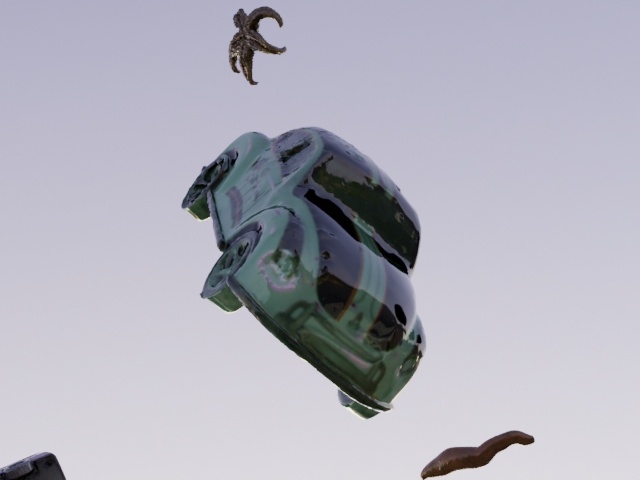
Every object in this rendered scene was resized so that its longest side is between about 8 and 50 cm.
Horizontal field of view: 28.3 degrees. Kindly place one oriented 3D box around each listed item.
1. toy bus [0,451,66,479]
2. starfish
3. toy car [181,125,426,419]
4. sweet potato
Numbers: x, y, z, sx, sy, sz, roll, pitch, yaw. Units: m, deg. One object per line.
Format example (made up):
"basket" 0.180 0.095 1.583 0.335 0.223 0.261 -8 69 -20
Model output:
"toy bus" -0.353 0.289 1.326 0.178 0.086 0.098 -21 4 -23
"starfish" -0.064 -0.183 1.172 0.028 0.078 0.091 3 -29 -30
"toy car" 0.000 0.000 0.853 0.136 0.306 0.125 40 -84 -18
"sweet potato" 0.214 0.302 1.782 0.179 0.044 0.044 -26 -34 24
